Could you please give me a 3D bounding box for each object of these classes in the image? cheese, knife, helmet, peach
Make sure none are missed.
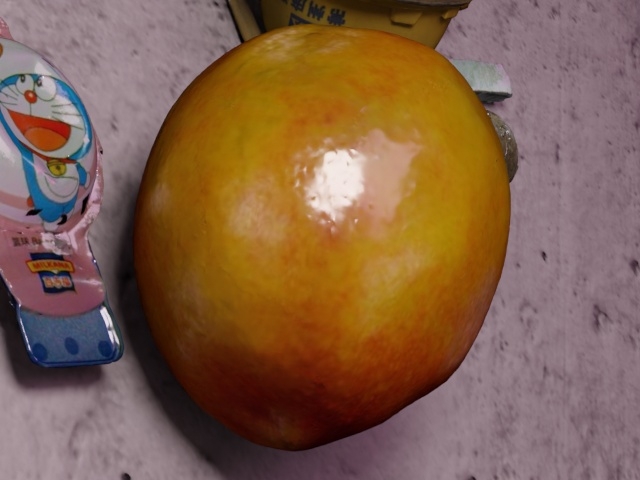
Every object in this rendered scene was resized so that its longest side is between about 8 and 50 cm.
[{"bbox_3d":[-0.215,-0.041,1.274,0.189,0.074,0.286,0,65,-50],"label":"cheese"},{"bbox_3d":[-0.079,-0.242,1.658,0.047,0.017,0.297,5,58,-57],"label":"knife"},{"bbox_3d":[0.023,-0.204,1.642,0.205,0.140,0.257,25,22,17],"label":"helmet"},{"bbox_3d":[0.000,0.000,1.339,0.308,0.308,0.332,34,57,-32],"label":"peach"}]

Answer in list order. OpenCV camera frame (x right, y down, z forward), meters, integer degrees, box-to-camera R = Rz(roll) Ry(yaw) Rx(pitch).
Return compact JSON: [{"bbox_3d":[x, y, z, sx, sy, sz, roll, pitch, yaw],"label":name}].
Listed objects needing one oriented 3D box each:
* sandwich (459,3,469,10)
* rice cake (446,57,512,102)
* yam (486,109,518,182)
[{"bbox_3d":[0.087,-0.421,1.807,0.301,0.099,0.271,81,-7,-60],"label":"sandwich"},{"bbox_3d":[0.135,-0.169,1.856,0.211,0.034,0.043,-3,75,-53],"label":"rice cake"},{"bbox_3d":[0.123,-0.078,1.714,0.183,0.107,0.107,-19,79,-58],"label":"yam"}]
